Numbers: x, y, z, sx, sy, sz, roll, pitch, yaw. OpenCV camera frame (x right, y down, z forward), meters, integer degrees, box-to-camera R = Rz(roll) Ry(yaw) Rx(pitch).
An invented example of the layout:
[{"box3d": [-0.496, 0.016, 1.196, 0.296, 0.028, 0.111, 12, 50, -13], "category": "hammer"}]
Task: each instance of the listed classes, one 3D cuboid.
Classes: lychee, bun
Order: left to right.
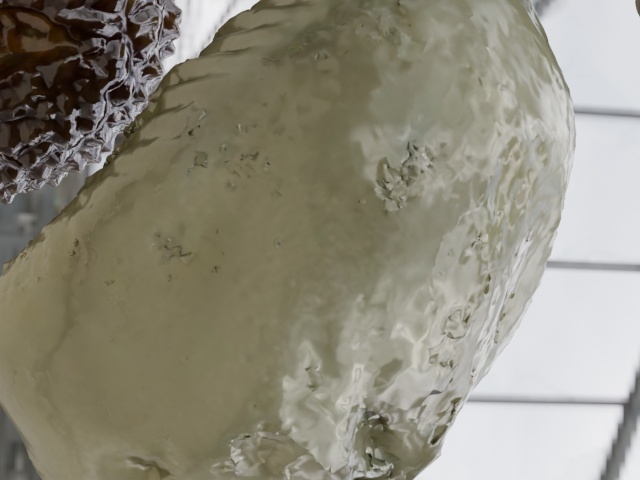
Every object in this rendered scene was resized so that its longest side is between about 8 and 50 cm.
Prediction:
[{"box3d": [-0.224, -0.151, 1.162, 0.267, 0.267, 0.267, -178, -90, -74], "category": "lychee"}, {"box3d": [0.000, 0.000, 0.952, 0.362, 0.234, 0.326, -45, 179, -42], "category": "bun"}]

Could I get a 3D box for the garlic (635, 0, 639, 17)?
[{"box3d": [0.346, -0.286, 1.286, 0.279, 0.132, 0.325, -4, -116, 60], "category": "garlic"}]
